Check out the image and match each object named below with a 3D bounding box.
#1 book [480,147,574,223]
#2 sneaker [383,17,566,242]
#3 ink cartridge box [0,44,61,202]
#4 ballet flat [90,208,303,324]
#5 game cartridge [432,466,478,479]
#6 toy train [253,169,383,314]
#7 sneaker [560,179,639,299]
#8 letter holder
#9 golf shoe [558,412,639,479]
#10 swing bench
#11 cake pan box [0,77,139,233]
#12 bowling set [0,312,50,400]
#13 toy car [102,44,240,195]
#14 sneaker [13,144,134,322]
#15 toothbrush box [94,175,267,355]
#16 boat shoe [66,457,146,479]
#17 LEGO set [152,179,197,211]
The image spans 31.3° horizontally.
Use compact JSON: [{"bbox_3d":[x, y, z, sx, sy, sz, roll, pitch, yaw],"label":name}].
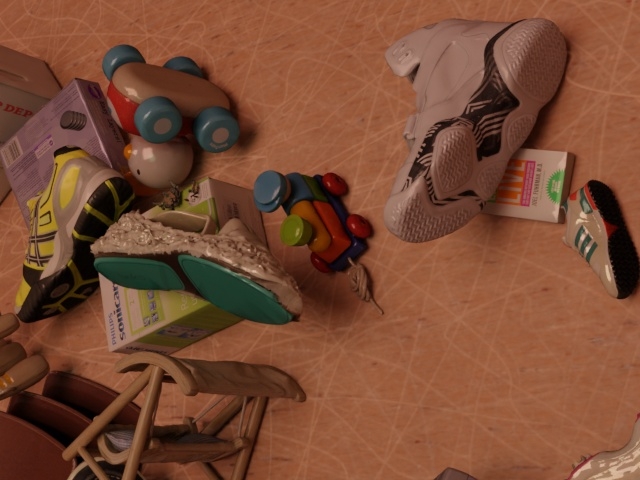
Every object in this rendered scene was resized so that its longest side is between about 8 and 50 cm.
[{"bbox_3d":[0.272,-0.078,1.566,0.144,0.035,0.096,8,90,39],"label":"book"},{"bbox_3d":[0.162,-0.164,1.564,0.210,0.137,0.365,23,71,45],"label":"sneaker"},{"bbox_3d":[-0.719,-0.207,2.238,0.384,0.279,0.160,-48,55,21],"label":"ink cartridge box"},{"bbox_3d":[-0.176,0.017,1.697,0.409,0.147,0.146,11,88,36],"label":"ballet flat"},{"bbox_3d":[0.093,0.466,1.406,0.355,0.068,0.230,-64,1,-23],"label":"game cartridge"},{"bbox_3d":[0.000,0.000,1.695,0.105,0.143,0.248,-44,56,24],"label":"toy train"},{"bbox_3d":[0.354,0.007,1.472,0.075,0.057,0.161,-36,60,48],"label":"sneaker"},{"bbox_3d":[-0.462,0.348,1.996,0.302,0.152,0.214,15,89,40],"label":"letter holder"},{"bbox_3d":[0.379,0.296,1.349,0.306,0.115,0.140,-47,59,23],"label":"golf shoe"},{"bbox_3d":[-0.203,0.277,1.731,0.165,0.253,0.254,40,106,37],"label":"swing bench"},{"bbox_3d":[-0.473,-0.127,2.130,0.267,0.070,0.245,-36,70,29],"label":"cake pan box"},{"bbox_3d":[-0.638,0.183,2.090,0.287,0.154,0.199,4,121,56],"label":"bowling set"},{"bbox_3d":[-0.282,-0.170,1.939,0.219,0.210,0.238,54,127,44],"label":"toy car"},{"bbox_3d":[-0.454,-0.007,2.029,0.147,0.145,0.384,48,124,20],"label":"sneaker"},{"bbox_3d":[-0.227,0.051,1.885,0.283,0.122,0.206,-26,65,34],"label":"toothbrush box"},{"bbox_3d":[-0.288,0.575,1.764,0.156,0.187,0.500,128,132,-67],"label":"boat shoe"},{"bbox_3d":[-0.227,-0.069,1.825,0.083,0.023,0.054,3,81,28],"label":"LEGO set"}]
